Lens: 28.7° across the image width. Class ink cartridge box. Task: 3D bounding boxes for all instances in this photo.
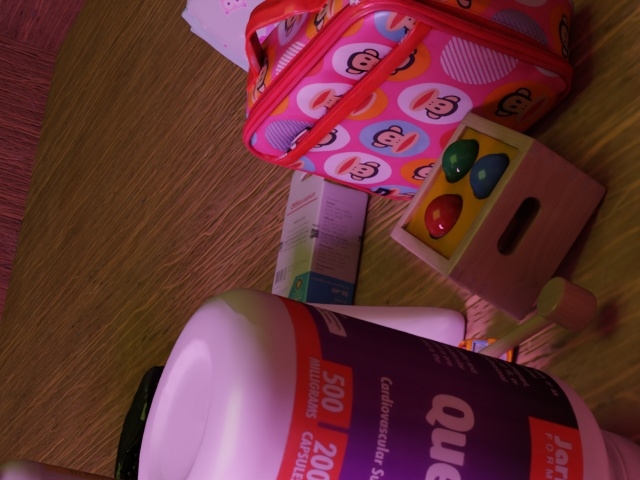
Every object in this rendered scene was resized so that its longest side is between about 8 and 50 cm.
[{"bbox_3d":[0.000,0.000,1.414,0.104,0.060,0.180,-26,51,62],"label":"ink cartridge box"}]

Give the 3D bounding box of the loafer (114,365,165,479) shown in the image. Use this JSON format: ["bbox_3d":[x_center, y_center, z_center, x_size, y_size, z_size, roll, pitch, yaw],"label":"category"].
[{"bbox_3d":[-0.249,0.289,1.787,0.078,0.076,0.223,135,150,-58],"label":"loafer"}]

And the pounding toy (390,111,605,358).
[{"bbox_3d":[0.136,0.008,0.995,0.181,0.094,0.206,-58,23,4],"label":"pounding toy"}]

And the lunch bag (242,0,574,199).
[{"bbox_3d":[0.058,-0.157,1.127,0.293,0.258,0.120,-40,39,54],"label":"lunch bag"}]

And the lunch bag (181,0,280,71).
[{"bbox_3d":[0.010,-0.274,1.321,0.223,0.262,0.160,-55,28,36],"label":"lunch bag"}]

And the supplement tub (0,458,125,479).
[{"bbox_3d":[-0.290,0.390,1.457,0.241,0.331,0.241,-49,32,46],"label":"supplement tub"}]

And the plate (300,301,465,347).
[{"bbox_3d":[-0.017,0.185,1.152,0.277,0.045,0.278,1,71,32],"label":"plate"}]

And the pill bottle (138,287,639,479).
[{"bbox_3d":[0.057,0.153,0.816,0.181,0.323,0.181,-49,32,46],"label":"pill bottle"}]

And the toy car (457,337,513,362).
[{"bbox_3d":[0.122,0.134,1.055,0.060,0.041,0.122,27,98,68],"label":"toy car"}]
